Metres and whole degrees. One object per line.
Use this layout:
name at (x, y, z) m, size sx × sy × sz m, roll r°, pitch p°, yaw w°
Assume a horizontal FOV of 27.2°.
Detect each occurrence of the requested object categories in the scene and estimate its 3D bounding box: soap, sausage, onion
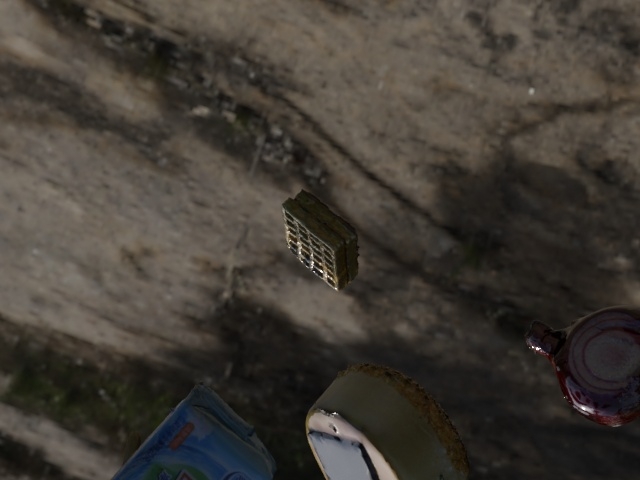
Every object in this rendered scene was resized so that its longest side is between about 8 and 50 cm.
soap at (-0.184, 0.321, 1.559) m, size 0.156 × 0.293 × 0.077 m, roll 40°, pitch 175°, yaw -1°
sausage at (-0.296, 0.358, 2.030) m, size 0.024 × 0.132 × 0.024 m, roll 9°, pitch 161°, yaw 3°
onion at (0.374, 0.165, 1.782) m, size 0.198 × 0.173 × 0.135 m, roll 17°, pitch 150°, yaw 36°

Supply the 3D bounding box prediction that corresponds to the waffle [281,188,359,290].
waffle at (0.000, 0.001, 1.690) m, size 0.102 × 0.042 × 0.148 m, roll 39°, pitch 163°, yaw 16°

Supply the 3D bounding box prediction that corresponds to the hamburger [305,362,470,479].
hamburger at (0.112, 0.333, 2.142) m, size 0.276 × 0.179 × 0.294 m, roll -2°, pitch 116°, yaw 56°
